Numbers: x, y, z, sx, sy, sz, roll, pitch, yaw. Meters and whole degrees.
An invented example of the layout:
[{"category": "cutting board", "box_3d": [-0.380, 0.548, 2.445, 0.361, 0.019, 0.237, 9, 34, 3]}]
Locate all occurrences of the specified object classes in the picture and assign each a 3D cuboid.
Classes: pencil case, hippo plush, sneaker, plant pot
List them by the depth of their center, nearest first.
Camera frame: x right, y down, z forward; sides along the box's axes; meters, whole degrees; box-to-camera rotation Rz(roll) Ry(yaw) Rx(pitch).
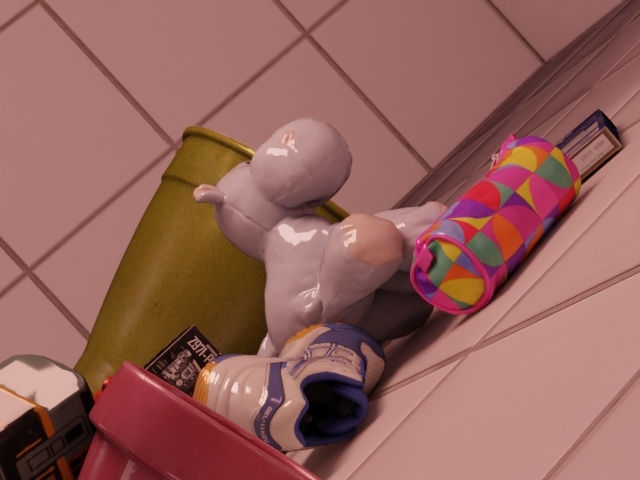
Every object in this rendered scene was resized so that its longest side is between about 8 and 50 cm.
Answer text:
[{"category": "plant pot", "box_3d": [-0.110, 0.217, 1.231, 0.180, 0.201, 0.201, -59, 3, -5]}, {"category": "sneaker", "box_3d": [0.002, 0.158, 1.617, 0.296, 0.131, 0.112, -16, -66, -57]}, {"category": "pencil case", "box_3d": [0.181, -0.020, 1.705, 0.104, 0.104, 0.236, -41, 3, 44]}, {"category": "hippo plush", "box_3d": [0.000, 0.000, 1.828, 0.234, 0.236, 0.294, 2, -42, -52]}, {"category": "plant pot", "box_3d": [-0.122, 0.107, 2.069, 0.353, 0.366, 0.366, -55, 4, -10]}]

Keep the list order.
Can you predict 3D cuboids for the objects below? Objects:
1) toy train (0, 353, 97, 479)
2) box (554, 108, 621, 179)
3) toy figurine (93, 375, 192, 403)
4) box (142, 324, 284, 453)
[{"category": "toy train", "box_3d": [-0.235, 0.253, 1.317, 0.142, 0.334, 0.190, 17, 43, 44]}, {"category": "box", "box_3d": [0.293, -0.092, 1.949, 0.136, 0.036, 0.225, -42, 3, 13]}, {"category": "toy figurine", "box_3d": [-0.177, 0.250, 1.674, 0.209, 0.148, 0.213, -64, -6, -4]}, {"category": "box", "box_3d": [-0.144, 0.213, 1.856, 0.147, 0.180, 0.077, -44, 3, -26]}]
